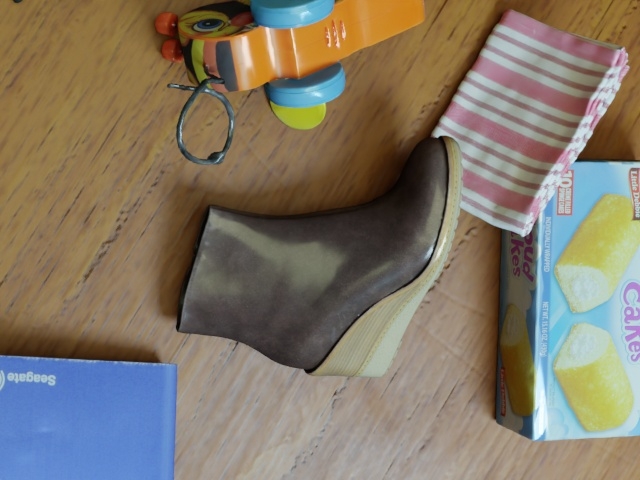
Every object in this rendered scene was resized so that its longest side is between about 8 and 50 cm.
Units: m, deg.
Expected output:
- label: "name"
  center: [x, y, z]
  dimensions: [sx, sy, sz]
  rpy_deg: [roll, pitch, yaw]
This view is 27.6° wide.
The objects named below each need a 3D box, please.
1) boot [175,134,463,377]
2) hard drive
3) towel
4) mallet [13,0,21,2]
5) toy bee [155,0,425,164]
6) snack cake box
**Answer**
- label: "boot"
  center: [0.000, 0.000, 1.157]
  dimensions: [0.207, 0.090, 0.248]
  rpy_deg: [17, 103, -15]
- label: "hard drive"
  center: [-0.224, 0.258, 1.089]
  dimensions: [0.210, 0.040, 0.318]
  rpy_deg: [6, 80, -32]
- label: "towel"
  center: [0.178, -0.113, 1.200]
  dimensions: [0.197, 0.144, 0.029]
  rpy_deg: [-58, 143, -6]
- label: "mallet"
  center: [-0.324, -0.265, 1.082]
  dimensions: [0.062, 0.039, 0.189]
  rpy_deg: [-27, 119, 23]
- label: "toy bee"
  center: [-0.057, -0.186, 1.120]
  dimensions: [0.298, 0.162, 0.195]
  rpy_deg: [-12, 116, -47]
- label: "snack cake box"
  center: [0.258, 0.053, 1.258]
  dimensions: [0.152, 0.089, 0.264]
  rpy_deg: [0, 94, -16]
